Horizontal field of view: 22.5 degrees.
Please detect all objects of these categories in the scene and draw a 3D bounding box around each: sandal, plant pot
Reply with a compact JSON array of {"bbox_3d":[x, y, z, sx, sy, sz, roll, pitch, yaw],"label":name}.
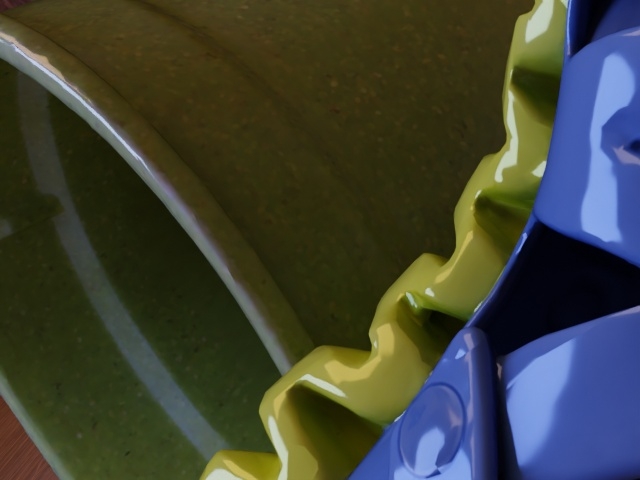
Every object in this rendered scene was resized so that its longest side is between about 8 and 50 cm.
[{"bbox_3d":[0.088,0.008,0.348,0.317,0.126,0.138,-64,31,16],"label":"sandal"},{"bbox_3d":[0.021,-0.018,0.598,0.254,0.276,0.276,-35,3,-26],"label":"plant pot"}]
